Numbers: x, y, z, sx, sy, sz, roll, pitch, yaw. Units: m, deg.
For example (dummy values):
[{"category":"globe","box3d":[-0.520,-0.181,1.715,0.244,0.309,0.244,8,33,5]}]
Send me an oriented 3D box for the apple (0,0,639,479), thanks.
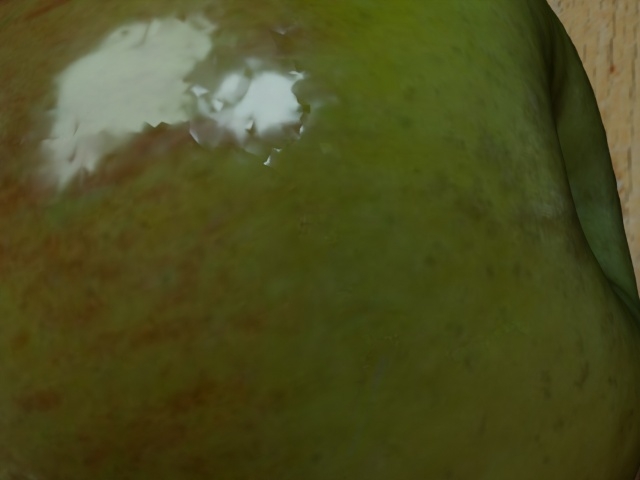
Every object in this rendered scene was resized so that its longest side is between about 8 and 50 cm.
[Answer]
[{"category":"apple","box3d":[-0.008,0.012,0.454,0.194,0.260,0.261,-15,27,19]}]
